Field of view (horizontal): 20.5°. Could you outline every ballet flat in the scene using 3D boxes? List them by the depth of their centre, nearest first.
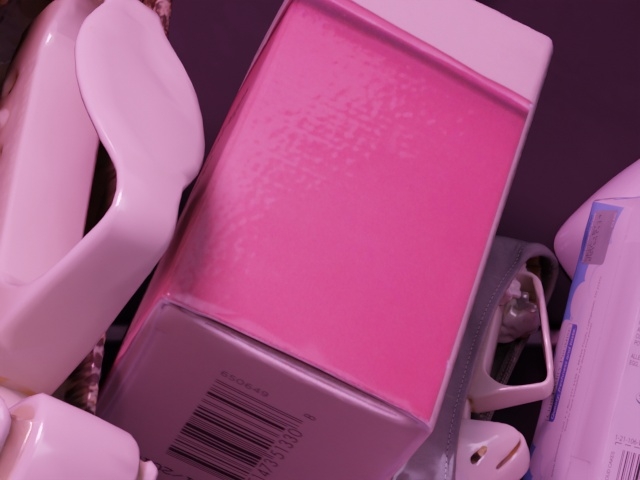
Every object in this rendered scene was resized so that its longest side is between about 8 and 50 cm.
[{"bbox_3d":[-0.131,0.037,0.664,0.164,0.182,0.483,41,41,-38],"label":"ballet flat"},{"bbox_3d":[0.073,0.080,0.840,0.068,0.072,0.213,5,50,17],"label":"ballet flat"}]

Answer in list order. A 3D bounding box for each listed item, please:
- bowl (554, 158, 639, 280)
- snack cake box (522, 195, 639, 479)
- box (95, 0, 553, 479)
[{"bbox_3d":[0.217,0.008,0.968,0.142,0.053,0.142,48,52,9],"label":"bowl"},{"bbox_3d":[0.249,0.083,0.871,0.264,0.089,0.152,16,86,-14],"label":"snack cake box"},{"bbox_3d":[0.000,0.000,0.817,0.127,0.148,0.232,26,52,-6],"label":"box"}]
